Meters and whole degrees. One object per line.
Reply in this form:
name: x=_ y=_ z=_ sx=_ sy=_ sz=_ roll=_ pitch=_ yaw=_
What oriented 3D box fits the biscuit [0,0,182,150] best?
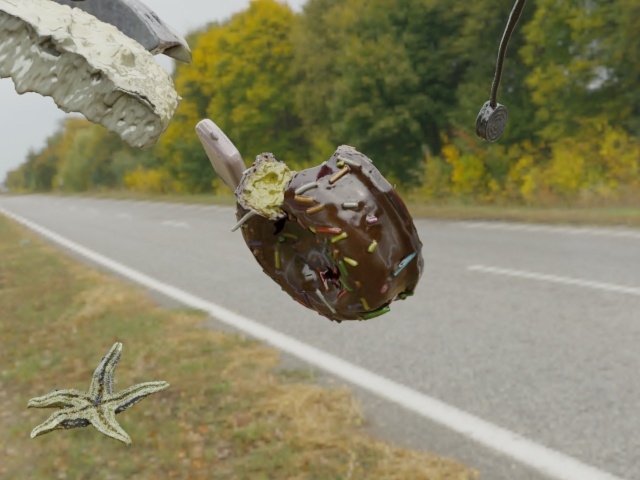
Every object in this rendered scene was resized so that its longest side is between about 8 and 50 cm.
biscuit: x=-0.297 y=-0.227 z=1.263 sx=0.281 sy=0.084 sz=0.179 roll=27 pitch=30 yaw=-8

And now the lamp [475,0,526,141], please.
lamp: x=0.318 y=-0.301 z=1.643 sx=0.108 sy=0.371 sz=0.130 roll=30 pitch=38 yaw=30

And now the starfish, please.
starfish: x=-0.321 y=0.244 z=1.517 sx=0.208 sy=0.053 sz=0.176 roll=-27 pitch=43 yaw=-18

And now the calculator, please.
calculator: x=-0.149 y=-0.125 z=1.654 sx=0.032 sy=0.100 sz=0.175 roll=-37 pitch=-26 yaw=-9

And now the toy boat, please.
toy boat: x=-0.313 y=-0.325 z=1.562 sx=0.276 sy=0.111 sz=0.293 roll=19 pitch=11 yaw=16

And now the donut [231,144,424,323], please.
donut: x=0.001 y=0.000 z=1.132 sx=0.230 sy=0.216 sz=0.096 roll=11 pitch=46 yaw=43
